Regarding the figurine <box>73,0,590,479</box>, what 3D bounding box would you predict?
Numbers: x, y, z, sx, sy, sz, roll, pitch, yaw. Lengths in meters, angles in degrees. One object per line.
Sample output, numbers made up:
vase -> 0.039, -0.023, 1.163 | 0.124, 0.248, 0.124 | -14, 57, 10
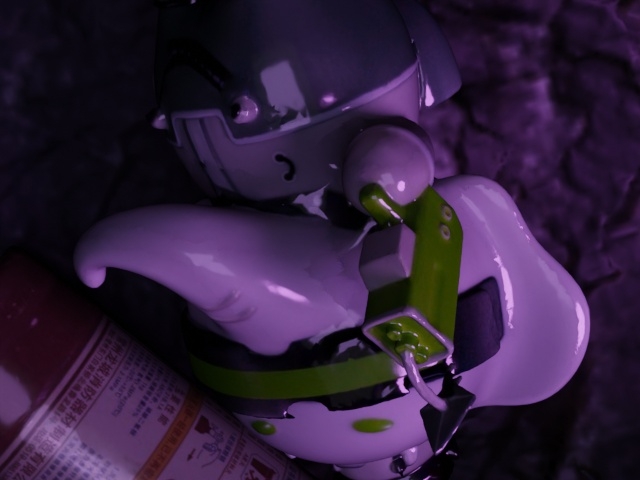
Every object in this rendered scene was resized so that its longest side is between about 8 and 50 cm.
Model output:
figurine -> 0.000, 0.000, 0.500 | 0.147, 0.126, 0.192 | -2, 116, 38

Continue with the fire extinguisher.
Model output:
fire extinguisher -> -0.040, 0.109, 0.541 | 0.231, 0.071, 0.099 | 41, 68, -9
